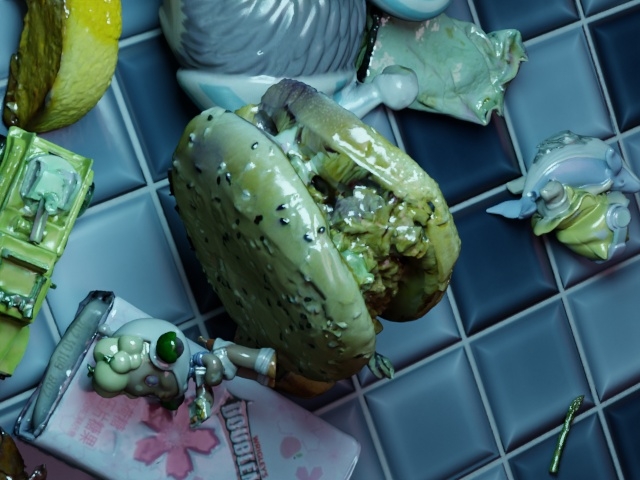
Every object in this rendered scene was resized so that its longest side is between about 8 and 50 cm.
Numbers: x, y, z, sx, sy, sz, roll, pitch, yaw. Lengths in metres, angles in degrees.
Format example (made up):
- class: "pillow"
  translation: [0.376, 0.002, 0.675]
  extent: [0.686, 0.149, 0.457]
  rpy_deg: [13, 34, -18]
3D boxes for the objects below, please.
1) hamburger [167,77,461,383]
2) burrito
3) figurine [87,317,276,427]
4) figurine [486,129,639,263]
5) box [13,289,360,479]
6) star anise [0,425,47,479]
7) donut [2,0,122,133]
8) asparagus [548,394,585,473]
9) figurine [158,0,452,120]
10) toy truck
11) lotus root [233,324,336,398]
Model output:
- class: "hamburger"
  translation: [0.000, 0.000, 1.487]
  extent: [0.195, 0.277, 0.318]
  rpy_deg: [-34, 136, -19]
- class: "burrito"
  translation: [0.144, -0.222, 1.782]
  extent: [0.229, 0.089, 0.143]
  rpy_deg: [14, 96, -24]
- class: "figurine"
  translation: [-0.146, 0.136, 1.490]
  extent: [0.197, 0.147, 0.093]
  rpy_deg: [12, 58, 3]
- class: "figurine"
  translation: [0.329, -0.052, 1.856]
  extent: [0.209, 0.128, 0.183]
  rpy_deg: [-16, 99, -18]
- class: "box"
  translation: [-0.148, 0.221, 1.615]
  extent: [0.370, 0.112, 0.190]
  rpy_deg: [33, 74, -23]
- class: "star anise"
  translation: [-0.318, 0.311, 1.555]
  extent: [0.140, 0.158, 0.144]
  rpy_deg: [-56, 145, -6]
- class: "donut"
  translation: [-0.277, -0.239, 1.531]
  extent: [0.101, 0.152, 0.259]
  rpy_deg: [1, 91, -34]
- class: "asparagus"
  translation: [0.330, 0.258, 1.909]
  extent: [0.015, 0.014, 0.114]
  rpy_deg: [26, 78, -25]
- class: "figurine"
  translation: [-0.013, -0.222, 1.648]
  extent: [0.362, 0.266, 0.377]
  rpy_deg: [0, 125, -17]
- class: "toy truck"
  translation: [-0.329, 0.016, 1.507]
  extent: [0.128, 0.135, 0.259]
  rpy_deg: [25, 86, -26]
- class: "lotus root"
  translation: [-0.036, 0.125, 1.691]
  extent: [0.135, 0.095, 0.159]
  rpy_deg: [36, 34, -33]
